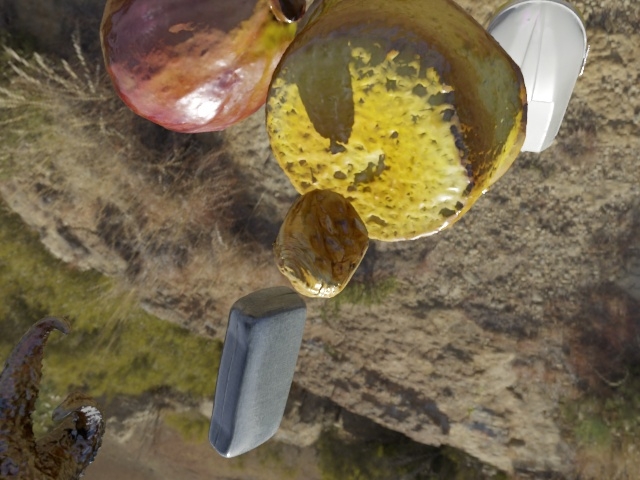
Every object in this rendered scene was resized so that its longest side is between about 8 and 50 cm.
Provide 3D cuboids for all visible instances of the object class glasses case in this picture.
[{"bbox_3d":[-0.110,0.229,1.088,0.074,0.131,0.323,35,125,34],"label":"glasses case"}]

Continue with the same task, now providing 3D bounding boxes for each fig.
[{"bbox_3d":[-0.134,-0.251,0.765,0.224,0.224,0.263,38,118,-16],"label":"fig"}]

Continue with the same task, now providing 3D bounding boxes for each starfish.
[{"bbox_3d":[-0.182,0.142,0.384,0.074,0.189,0.146,-18,165,23],"label":"starfish"}]

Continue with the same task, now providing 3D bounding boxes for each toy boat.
[{"bbox_3d":[0.288,-0.240,0.879,0.141,0.140,0.269,11,143,14],"label":"toy boat"}]

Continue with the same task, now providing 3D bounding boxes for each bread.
[{"bbox_3d":[0.064,-0.124,0.635,0.268,0.145,0.268,15,129,20],"label":"bread"},{"bbox_3d":[0.000,0.000,0.583,0.083,0.110,0.044,46,135,-16],"label":"bread"}]
